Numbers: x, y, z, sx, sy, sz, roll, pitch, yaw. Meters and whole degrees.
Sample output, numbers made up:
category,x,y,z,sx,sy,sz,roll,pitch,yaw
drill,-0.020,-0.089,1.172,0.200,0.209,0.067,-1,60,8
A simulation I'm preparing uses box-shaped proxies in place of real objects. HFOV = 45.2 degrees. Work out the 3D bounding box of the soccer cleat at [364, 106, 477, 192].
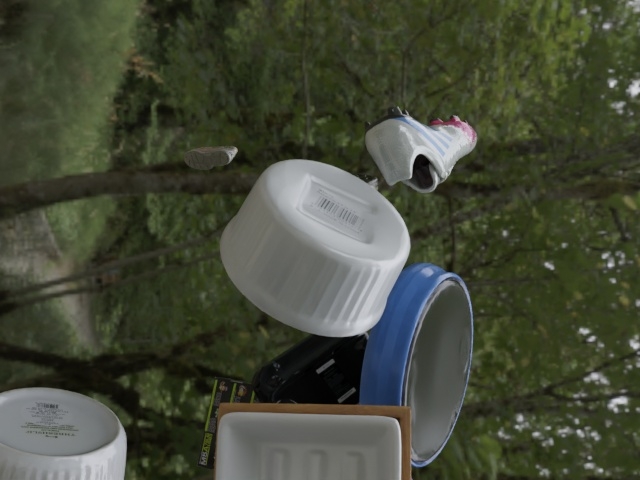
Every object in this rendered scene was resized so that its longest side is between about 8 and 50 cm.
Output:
category,x,y,z,sx,sy,sz,roll,pitch,yaw
soccer cleat,0.195,-0.150,1.405,0.116,0.331,0.143,-27,-104,36

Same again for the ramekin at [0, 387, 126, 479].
category,x,y,z,sx,sy,sz,roll,pitch,yaw
ramekin,-0.328,0.259,0.907,0.207,0.207,0.109,-133,-124,-68

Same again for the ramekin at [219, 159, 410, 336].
category,x,y,z,sx,sy,sz,roll,pitch,yaw
ramekin,0.000,0.000,1.158,0.135,0.277,0.277,-62,-150,32

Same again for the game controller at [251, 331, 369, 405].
category,x,y,z,sx,sy,sz,roll,pitch,yaw
game controller,0.010,0.264,1.504,0.067,0.319,0.167,-35,-95,44

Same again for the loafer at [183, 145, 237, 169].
category,x,y,z,sx,sy,sz,roll,pitch,yaw
loafer,-0.223,-0.171,1.570,0.125,0.039,0.045,1,-61,35

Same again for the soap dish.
category,x,y,z,sx,sy,sz,roll,pitch,yaw
soap dish,-0.010,0.353,1.112,0.118,0.290,0.229,42,48,-70

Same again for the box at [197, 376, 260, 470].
category,x,y,z,sx,sy,sz,roll,pitch,yaw
box,-0.154,0.392,1.595,0.045,0.184,0.191,28,69,-58

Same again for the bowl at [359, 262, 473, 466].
category,x,y,z,sx,sy,sz,roll,pitch,yaw
bowl,0.196,0.240,1.463,0.077,0.391,0.392,8,-76,30

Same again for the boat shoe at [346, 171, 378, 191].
category,x,y,z,sx,sy,sz,roll,pitch,yaw
boat shoe,0.013,-0.044,1.461,0.122,0.324,0.120,16,-68,31

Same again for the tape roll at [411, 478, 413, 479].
category,x,y,z,sx,sy,sz,roll,pitch,yaw
tape roll,0.185,0.599,1.636,0.275,0.090,0.275,55,-11,17
